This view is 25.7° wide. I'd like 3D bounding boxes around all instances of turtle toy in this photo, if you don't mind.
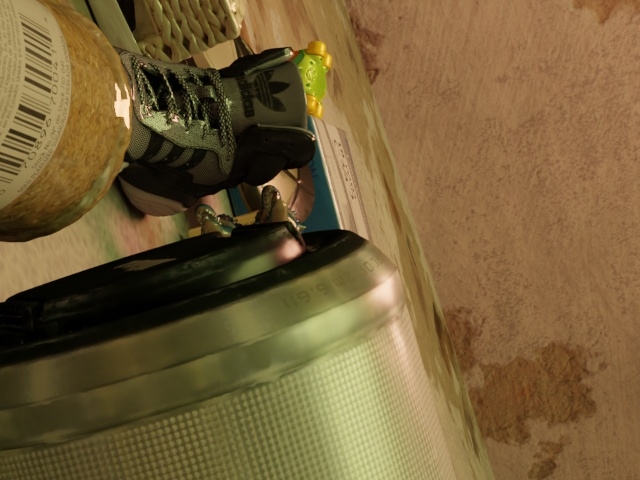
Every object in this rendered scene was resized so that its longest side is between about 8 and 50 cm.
[{"bbox_3d":[-0.025,-0.208,1.856,0.130,0.066,0.095,47,52,-77],"label":"turtle toy"}]

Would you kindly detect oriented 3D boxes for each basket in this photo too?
[{"bbox_3d":[-0.122,-0.217,1.138,0.167,0.103,0.113,-88,159,-61],"label":"basket"}]

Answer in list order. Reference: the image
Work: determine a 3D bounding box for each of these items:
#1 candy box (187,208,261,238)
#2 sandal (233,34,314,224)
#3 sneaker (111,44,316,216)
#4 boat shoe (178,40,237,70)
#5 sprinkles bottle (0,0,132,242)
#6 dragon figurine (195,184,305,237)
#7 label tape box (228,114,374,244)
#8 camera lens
[{"bbox_3d":[-0.023,0.152,1.171,0.183,0.087,0.316,53,23,-66],"label":"candy box"},{"bbox_3d":[-0.078,-0.102,1.301,0.120,0.086,0.303,57,8,-37],"label":"sandal"},{"bbox_3d":[-0.090,-0.096,0.962,0.268,0.153,0.101,45,30,-73],"label":"sneaker"},{"bbox_3d":[-0.122,-0.200,1.285,0.075,0.065,0.206,35,30,-37],"label":"boat shoe"},{"bbox_3d":[-0.173,-0.066,0.499,0.355,0.121,0.121,20,55,-80],"label":"sprinkles bottle"},{"bbox_3d":[0.000,0.096,1.016,0.289,0.085,0.144,62,5,-23],"label":"dragon figurine"},{"bbox_3d":[0.000,0.000,1.528,0.334,0.106,0.240,-2,78,-81],"label":"label tape box"},{"bbox_3d":[-0.043,0.140,0.640,0.219,0.219,0.274,-47,121,-80],"label":"camera lens"}]
